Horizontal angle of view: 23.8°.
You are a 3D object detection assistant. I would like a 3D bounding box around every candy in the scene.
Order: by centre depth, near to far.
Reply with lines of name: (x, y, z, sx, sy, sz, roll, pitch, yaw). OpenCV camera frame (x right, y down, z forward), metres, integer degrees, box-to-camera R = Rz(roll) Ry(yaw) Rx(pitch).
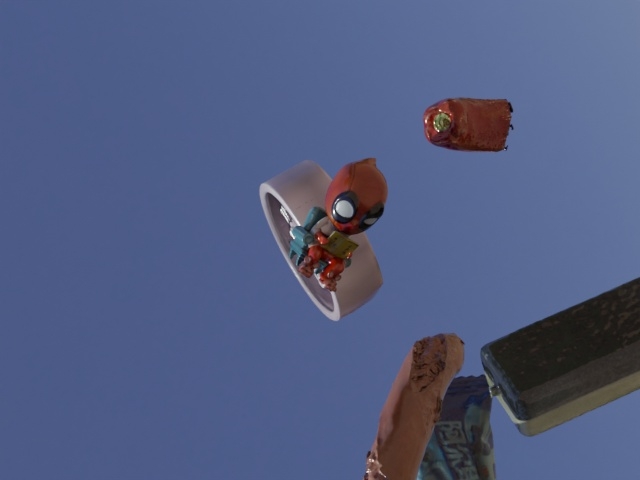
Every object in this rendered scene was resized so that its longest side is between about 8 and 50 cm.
candy: (0.240, 0.399, 2.673, 0.077, 0.187, 0.331, 63, -160, -71)

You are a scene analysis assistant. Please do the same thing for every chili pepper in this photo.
chili pepper: (0.190, -0.154, 1.978, 0.123, 0.073, 0.070, 0, -136, -40)

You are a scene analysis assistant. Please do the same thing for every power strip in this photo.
power strip: (0.293, 0.114, 1.590, 0.105, 0.257, 0.070, -121, 12, -55)

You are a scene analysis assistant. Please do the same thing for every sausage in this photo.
sausage: (0.115, 0.229, 1.931, 0.087, 0.079, 0.326, 58, -141, -32)

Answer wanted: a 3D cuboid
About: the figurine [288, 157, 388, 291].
figurine: (0.024, -0.023, 1.586, 0.068, 0.140, 0.075, 28, -170, -26)

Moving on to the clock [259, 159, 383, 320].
clock: (0.000, 0.000, 1.895, 0.197, 0.068, 0.197, 57, 168, 20)
